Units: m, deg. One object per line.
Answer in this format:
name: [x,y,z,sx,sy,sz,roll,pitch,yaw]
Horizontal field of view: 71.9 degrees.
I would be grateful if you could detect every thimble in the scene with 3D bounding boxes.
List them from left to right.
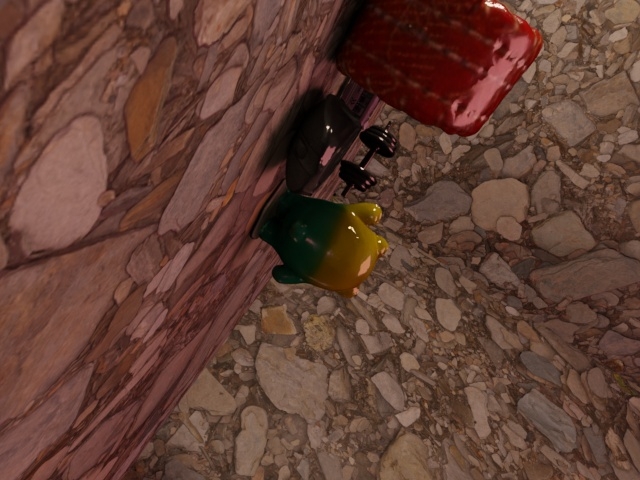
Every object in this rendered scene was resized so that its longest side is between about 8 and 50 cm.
thimble: [0.219,-0.372,0.869,0.230,0.350,0.350,-60,178,26]

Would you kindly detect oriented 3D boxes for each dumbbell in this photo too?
dumbbell: [0.110,-0.190,1.032,0.208,0.099,0.099,-57,179,-1]

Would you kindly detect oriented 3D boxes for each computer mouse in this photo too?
computer mouse: [-0.003,-0.211,0.962,0.203,0.114,0.374,-56,-178,21]

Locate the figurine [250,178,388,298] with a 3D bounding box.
figurine: [0.000,0.000,1.206,0.323,0.340,0.231,-59,179,5]

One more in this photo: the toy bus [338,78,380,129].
toy bus: [0.118,-0.398,1.171,0.198,0.108,0.096,-58,178,33]
